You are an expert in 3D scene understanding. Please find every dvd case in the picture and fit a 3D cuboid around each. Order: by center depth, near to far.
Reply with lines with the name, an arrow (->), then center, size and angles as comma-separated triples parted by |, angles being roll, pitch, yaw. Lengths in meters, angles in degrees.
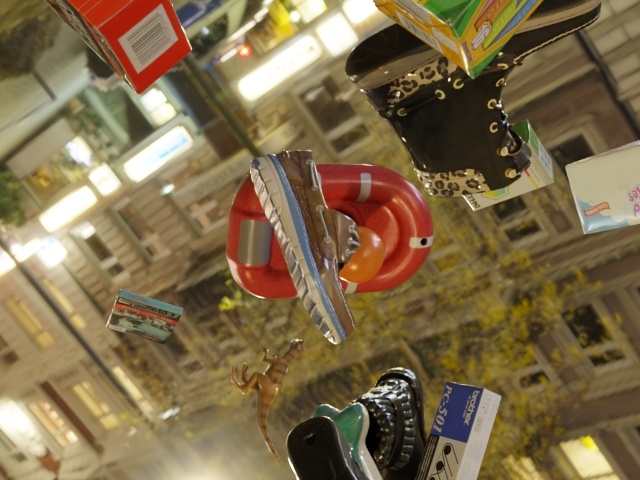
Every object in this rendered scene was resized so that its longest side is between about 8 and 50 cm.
dvd case -> -0.239, 0.105, 1.228 | 0.119, 0.087, 0.013 | 126, -21, -57

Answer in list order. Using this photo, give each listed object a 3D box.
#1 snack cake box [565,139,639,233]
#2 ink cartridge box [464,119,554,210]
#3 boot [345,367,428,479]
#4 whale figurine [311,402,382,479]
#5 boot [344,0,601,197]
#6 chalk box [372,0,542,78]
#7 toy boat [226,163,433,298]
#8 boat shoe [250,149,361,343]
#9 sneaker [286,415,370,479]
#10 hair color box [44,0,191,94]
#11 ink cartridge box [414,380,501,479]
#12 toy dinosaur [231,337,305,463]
snack cake box -> 0.440, -0.092, 1.073 | 0.264, 0.089, 0.152 | -18, -177, -30
ink cartridge box -> 0.287, -0.120, 1.588 | 0.209, 0.109, 0.062 | -19, -138, 28
boot -> 0.133, 0.444, 1.815 | 0.131, 0.348, 0.260 | -8, -172, 21
whale figurine -> 0.012, 0.351, 1.189 | 0.141, 0.272, 0.216 | 3, 170, -36
boot -> 0.259, -0.225, 1.375 | 0.377, 0.284, 0.138 | -18, -142, 19
chalk box -> 0.197, -0.375, 1.073 | 0.289, 0.180, 0.179 | -50, 160, 4
toy boat -> 0.022, 0.001, 0.983 | 0.231, 0.151, 0.151 | -3, -160, -25
boat shoe -> 0.000, 0.000, 0.816 | 0.066, 0.183, 0.066 | -21, 173, -13
sneaker -> 0.029, 0.306, 0.985 | 0.087, 0.130, 0.227 | -29, -149, 4
hair color box -> -0.136, -0.150, 0.490 | 0.043, 0.141, 0.072 | -42, 161, -8
ink cartridge box -> 0.221, 0.341, 1.500 | 0.097, 0.046, 0.207 | -2, -115, 58
toy dinosaur -> -0.088, 0.239, 1.476 | 0.112, 0.064, 0.211 | 10, -118, 19
